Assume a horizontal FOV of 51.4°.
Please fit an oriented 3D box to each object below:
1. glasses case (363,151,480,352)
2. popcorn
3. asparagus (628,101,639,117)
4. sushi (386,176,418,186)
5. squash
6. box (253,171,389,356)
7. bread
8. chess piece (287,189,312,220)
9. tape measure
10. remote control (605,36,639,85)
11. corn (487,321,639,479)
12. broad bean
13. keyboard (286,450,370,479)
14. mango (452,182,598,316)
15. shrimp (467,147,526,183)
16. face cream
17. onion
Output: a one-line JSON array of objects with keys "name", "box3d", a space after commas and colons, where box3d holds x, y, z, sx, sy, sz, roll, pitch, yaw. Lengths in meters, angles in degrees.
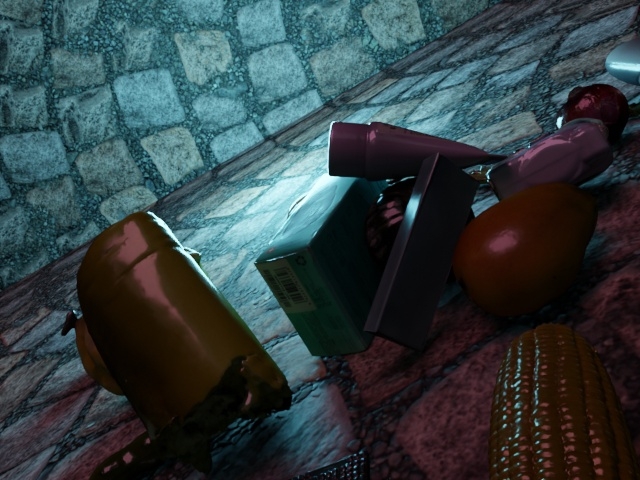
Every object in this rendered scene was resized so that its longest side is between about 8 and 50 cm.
[{"name": "glasses case", "box3d": [0.141, 0.017, 0.951, 0.056, 0.105, 0.266, 8, 74, 53]}, {"name": "popcorn", "box3d": [-0.317, 0.143, 1.290, 0.316, 0.281, 0.297, -30, 45, 48]}, {"name": "asparagus", "box3d": [0.582, -0.241, 1.233, 0.165, 0.030, 0.036, -11, 46, 42]}, {"name": "sushi", "box3d": [0.176, -0.152, 1.576, 0.192, 0.043, 0.279, -31, 20, 0]}, {"name": "squash", "box3d": [0.161, -0.013, 1.065, 0.193, 0.193, 0.156, -39, -1, -21]}, {"name": "box", "box3d": [0.040, 0.020, 1.128, 0.118, 0.205, 0.311, -13, 27, 34]}, {"name": "bread", "box3d": [-0.215, 0.143, 0.983, 0.208, 0.376, 0.251, -33, -24, -14]}, {"name": "chess piece", "box3d": [0.000, 0.000, 1.386, 0.138, 0.124, 0.307, 2, 25, -4]}, {"name": "tape measure", "box3d": [0.366, -0.122, 1.071, 0.196, 0.105, 0.178, -30, -10, 13]}, {"name": "remote control", "box3d": [0.647, -0.311, 1.158, 0.221, 0.104, 0.332, -4, 20, -6]}, {"name": "corn", "box3d": [0.208, 0.196, 0.582, 0.131, 0.131, 0.344, -22, 21, 23]}, {"name": "broad bean", "box3d": [-0.241, 0.306, 1.068, 0.318, 0.056, 0.098, -38, 14, -34]}, {"name": "keyboard", "box3d": [-0.033, 0.312, 0.810, 0.204, 0.013, 0.061, -25, 21, 15]}, {"name": "mango", "box3d": [0.280, 0.007, 0.921, 0.175, 0.139, 0.254, -6, 22, 39]}, {"name": "shrimp", "box3d": [0.361, -0.150, 1.326, 0.178, 0.034, 0.124, -11, 25, 39]}, {"name": "face cream", "box3d": [0.150, -0.139, 1.073, 0.273, 0.096, 0.154, 4, 0, 4]}, {"name": "onion", "box3d": [0.487, -0.221, 1.191, 0.131, 0.131, 0.131, -27, 20, 11]}]
